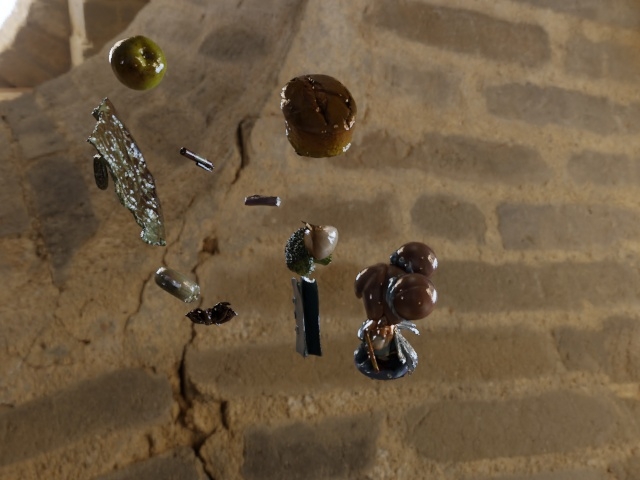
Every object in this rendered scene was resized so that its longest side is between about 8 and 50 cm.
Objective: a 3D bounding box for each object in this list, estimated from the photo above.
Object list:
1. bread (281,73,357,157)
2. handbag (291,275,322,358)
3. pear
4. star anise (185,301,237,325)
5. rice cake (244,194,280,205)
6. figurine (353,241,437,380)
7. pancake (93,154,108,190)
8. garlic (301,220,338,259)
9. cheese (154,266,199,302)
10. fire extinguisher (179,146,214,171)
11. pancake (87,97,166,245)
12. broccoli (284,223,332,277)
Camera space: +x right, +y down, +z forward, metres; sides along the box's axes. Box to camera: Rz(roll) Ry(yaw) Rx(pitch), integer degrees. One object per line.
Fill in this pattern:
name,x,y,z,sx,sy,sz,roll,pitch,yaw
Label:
bread,-0.006,-0.338,1.652,0.195,0.143,0.270,-7,-136,-6
handbag,-0.045,0.216,1.770,0.057,0.221,0.144,-6,-178,-17
pear,-0.634,-0.617,2.176,0.199,0.200,0.200,4,-152,-2
star anise,-0.340,0.237,1.946,0.167,0.168,0.058,-4,-113,-18
rice cake,-0.262,-0.175,2.789,0.206,0.036,0.047,5,-115,39
figurine,0.213,0.216,1.806,0.247,0.388,0.277,0,-146,7
pancake,-0.628,-0.194,1.779,0.017,0.108,0.108,-14,-146,-38
garlic,0.006,-0.007,2.113,0.115,0.128,0.207,-19,169,-6
cheese,-0.492,0.148,2.107,0.163,0.082,0.286,30,171,-2
fire extinguisher,-0.411,-0.270,2.130,0.049,0.035,0.173,40,-171,31
pancake,-0.536,-0.174,1.735,0.066,0.427,0.305,-19,-158,6
broccoli,-0.047,0.039,2.324,0.176,0.198,0.226,21,172,-33
